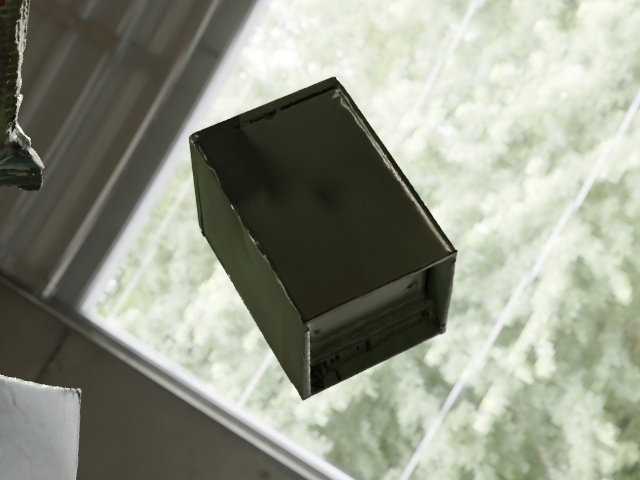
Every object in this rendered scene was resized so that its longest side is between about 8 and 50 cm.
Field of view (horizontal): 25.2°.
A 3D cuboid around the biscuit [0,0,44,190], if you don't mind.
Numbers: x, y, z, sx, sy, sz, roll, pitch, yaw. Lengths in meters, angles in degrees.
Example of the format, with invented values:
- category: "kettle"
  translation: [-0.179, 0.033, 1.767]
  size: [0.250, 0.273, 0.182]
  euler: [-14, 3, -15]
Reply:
- category: "biscuit"
  translation: [-0.313, -0.175, 1.202]
  size: [0.186, 0.079, 0.309]
  euler: [0, -58, -21]

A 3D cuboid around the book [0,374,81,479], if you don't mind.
- category: "book"
  translation: [-0.360, 0.352, 1.685]
  size: [0.264, 0.031, 0.379]
  euler: [31, -120, -71]

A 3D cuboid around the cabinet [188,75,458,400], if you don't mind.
- category: "cabinet"
  translation: [0.000, 0.000, 1.232]
  size: [0.145, 0.206, 0.150]
  euler: [-24, -30, -16]
